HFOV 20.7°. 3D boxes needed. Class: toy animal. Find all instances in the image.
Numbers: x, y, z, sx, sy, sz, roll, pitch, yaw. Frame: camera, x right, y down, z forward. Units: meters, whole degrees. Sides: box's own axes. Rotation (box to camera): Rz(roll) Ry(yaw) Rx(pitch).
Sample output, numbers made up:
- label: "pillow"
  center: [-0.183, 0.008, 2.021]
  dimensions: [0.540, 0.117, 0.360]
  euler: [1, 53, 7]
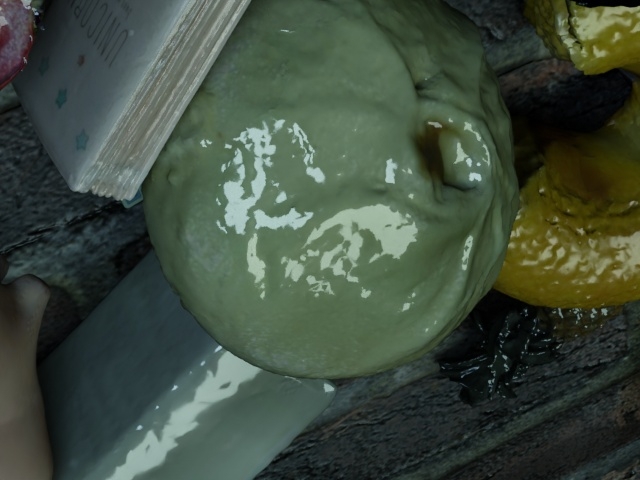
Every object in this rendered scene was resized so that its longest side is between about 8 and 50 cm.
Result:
- label: "toy animal"
  center: [-0.332, 0.116, 1.418]
  dimensions: [0.269, 0.237, 0.326]
  euler: [-47, 139, -12]

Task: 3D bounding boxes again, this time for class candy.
- label: "candy"
  center: [-0.167, 0.164, 1.595]
  dimensions: [0.358, 0.208, 0.145]
  euler: [-45, 127, 8]

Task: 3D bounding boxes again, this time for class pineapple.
- label: "pineapple"
  center: [0.237, 0.097, 1.956]
  dimensions: [0.237, 0.111, 0.119]
  euler: [-41, 111, 15]

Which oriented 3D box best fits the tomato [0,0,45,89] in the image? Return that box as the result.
- label: "tomato"
  center: [-0.288, -0.183, 1.250]
  dimensions: [0.173, 0.099, 0.189]
  euler: [16, 77, -31]

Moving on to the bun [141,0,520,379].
- label: "bun"
  center: [0.037, -0.065, 1.426]
  dimensions: [0.364, 0.202, 0.364]
  euler: [5, 83, -47]

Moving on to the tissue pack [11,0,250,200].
- label: "tissue pack"
  center: [-0.114, -0.205, 1.307]
  dimensions: [0.071, 0.170, 0.325]
  euler: [15, 116, -41]

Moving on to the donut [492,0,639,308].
- label: "donut"
  center: [0.294, -0.117, 1.667]
  dimensions: [0.377, 0.163, 0.435]
  euler: [7, 122, -22]

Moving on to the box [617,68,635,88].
- label: "box"
  center: [0.396, -0.171, 1.850]
  dimensions: [0.120, 0.069, 0.224]
  euler: [-43, 144, 4]

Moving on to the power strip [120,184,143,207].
- label: "power strip"
  center: [-0.168, -0.065, 1.522]
  dimensions: [0.040, 0.016, 0.090]
  euler: [-32, 142, -9]

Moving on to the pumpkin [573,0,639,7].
- label: "pumpkin"
  center: [0.225, -0.344, 1.390]
  dimensions: [0.296, 0.296, 0.296]
  euler: [-23, 139, -21]
